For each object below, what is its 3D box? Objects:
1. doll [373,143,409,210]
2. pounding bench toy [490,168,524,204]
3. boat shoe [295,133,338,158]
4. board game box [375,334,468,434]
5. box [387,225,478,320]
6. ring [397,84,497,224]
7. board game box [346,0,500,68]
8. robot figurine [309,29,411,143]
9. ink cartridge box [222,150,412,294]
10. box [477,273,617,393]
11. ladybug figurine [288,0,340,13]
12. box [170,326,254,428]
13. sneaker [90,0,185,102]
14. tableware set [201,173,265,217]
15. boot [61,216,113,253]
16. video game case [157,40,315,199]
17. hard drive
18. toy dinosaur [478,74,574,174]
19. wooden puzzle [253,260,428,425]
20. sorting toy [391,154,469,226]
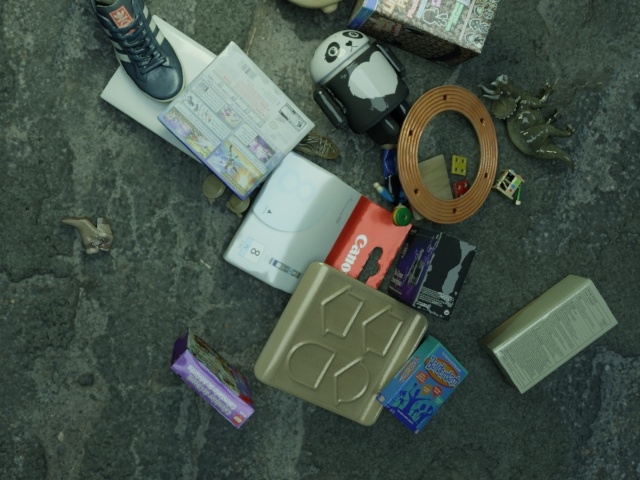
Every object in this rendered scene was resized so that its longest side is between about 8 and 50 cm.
[{"bbox_3d":[0.186,-0.144,1.889,0.129,0.046,0.189,-8,91,-34],"label":"doll"},{"bbox_3d":[0.490,-0.137,1.942,0.083,0.052,0.065,36,89,-9],"label":"pounding bench toy"},{"bbox_3d":[-0.020,-0.236,1.869,0.135,0.045,0.050,23,83,-5],"label":"boat shoe"},{"bbox_3d":[0.258,0.364,1.914,0.210,0.047,0.160,-49,125,-6],"label":"board game box"},{"bbox_3d":[0.261,0.070,1.821,0.103,0.261,0.184,23,90,-9],"label":"box"},{"bbox_3d":[0.310,-0.208,1.860,0.336,0.032,0.337,-4,97,-35],"label":"ring"},{"bbox_3d":[0.234,-0.537,1.786,0.291,0.232,0.141,20,92,-8],"label":"board game box"},{"bbox_3d":[0.099,-0.367,1.809,0.173,0.209,0.278,-35,100,26],"label":"robot figurine"},{"bbox_3d":[0.000,0.000,1.868,0.385,0.091,0.308,29,90,-7],"label":"ink cartridge box"},{"bbox_3d":[0.579,0.235,1.948,0.311,0.121,0.148,-34,98,-4],"label":"box"},{"bbox_3d":[-0.050,-0.744,1.767,0.305,0.162,0.449,-16,96,-7],"label":"ladybug figurine"},{"bbox_3d":[-0.251,0.309,1.754,0.201,0.293,0.057,44,86,-8],"label":"box"},{"bbox_3d":[-0.425,-0.470,1.699,0.131,0.148,0.350,-32,92,-1],"label":"sneaker"},{"bbox_3d":[-0.202,-0.146,1.831,0.141,0.020,0.169,38,91,27],"label":"tableware set"},{"bbox_3d":[-0.556,-0.012,1.817,0.118,0.042,0.087,-1,97,-7],"label":"boot"},{"bbox_3d":[-0.192,-0.270,1.743,0.269,0.061,0.244,45,84,-11],"label":"video game case"},{"bbox_3d":[-0.306,-0.336,1.802,0.353,0.047,0.233,33,89,-2],"label":"hard drive"},{"bbox_3d":[0.533,-0.294,1.921,0.160,0.121,0.313,-30,102,8],"label":"toy dinosaur"},{"bbox_3d":[0.049,0.255,1.882,0.348,0.080,0.322,28,92,-19],"label":"wooden puzzle"},{"bbox_3d":[0.265,-0.134,1.888,0.274,0.046,0.132,-23,104,-34],"label":"sorting toy"}]
